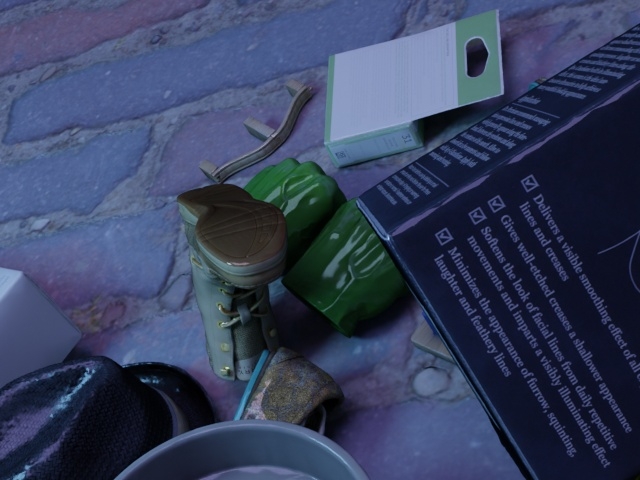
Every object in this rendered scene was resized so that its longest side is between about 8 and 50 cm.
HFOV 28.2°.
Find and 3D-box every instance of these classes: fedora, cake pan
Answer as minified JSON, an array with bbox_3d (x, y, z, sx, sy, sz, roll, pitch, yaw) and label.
[{"bbox_3d":[-0.282,0.237,1.385,0.334,0.152,0.334,-17,45,17],"label":"fedora"},{"bbox_3d":[-0.081,0.290,1.122,0.293,0.054,0.293,-10,44,9],"label":"cake pan"}]

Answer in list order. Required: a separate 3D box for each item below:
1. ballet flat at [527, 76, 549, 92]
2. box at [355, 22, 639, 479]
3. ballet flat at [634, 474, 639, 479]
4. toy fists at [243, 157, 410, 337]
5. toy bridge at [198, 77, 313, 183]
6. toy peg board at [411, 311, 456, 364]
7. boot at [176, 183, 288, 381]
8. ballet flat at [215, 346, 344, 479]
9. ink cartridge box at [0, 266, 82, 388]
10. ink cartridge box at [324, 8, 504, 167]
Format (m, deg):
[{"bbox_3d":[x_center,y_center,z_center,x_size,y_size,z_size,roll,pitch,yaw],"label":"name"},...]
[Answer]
[{"bbox_3d":[0.302,-0.103,1.422,0.079,0.076,0.221,-13,48,-5],"label":"ballet flat"},{"bbox_3d":[0.279,-0.004,1.124,0.396,0.293,0.212,-31,12,1],"label":"box"},{"bbox_3d":[0.348,0.180,1.113,0.231,0.077,0.077,-41,44,-10],"label":"ballet flat"},{"bbox_3d":[0.000,0.000,1.485,0.142,0.096,0.279,-49,45,-6],"label":"toy fists"},{"bbox_3d":[-0.076,-0.145,1.714,0.188,0.026,0.063,-45,46,-13],"label":"toy bridge"},{"bbox_3d":[0.189,0.054,1.328,0.161,0.079,0.161,22,64,42],"label":"toy peg board"},{"bbox_3d":[-0.083,0.061,1.362,0.095,0.203,0.262,-14,19,-16],"label":"boot"},{"bbox_3d":[-0.079,0.269,1.276,0.123,0.123,0.348,9,58,37],"label":"ballet flat"},{"bbox_3d":[-0.480,0.140,1.586,0.306,0.131,0.226,8,54,44],"label":"ink cartridge box"},{"bbox_3d":[0.122,-0.194,1.619,0.235,0.056,0.171,-12,46,17],"label":"ink cartridge box"}]
